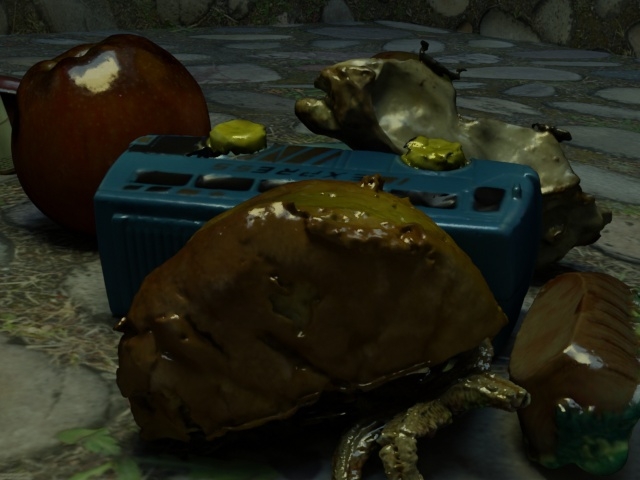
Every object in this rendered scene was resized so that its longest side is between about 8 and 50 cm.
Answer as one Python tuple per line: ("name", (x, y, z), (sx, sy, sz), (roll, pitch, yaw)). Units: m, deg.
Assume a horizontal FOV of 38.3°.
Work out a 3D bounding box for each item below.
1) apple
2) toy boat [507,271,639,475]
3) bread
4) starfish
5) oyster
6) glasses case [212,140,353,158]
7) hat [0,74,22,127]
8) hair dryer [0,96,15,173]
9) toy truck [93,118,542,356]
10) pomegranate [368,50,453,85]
("apple", (-0.234, -0.121, 1.032), (0.230, 0.230, 0.230), (2, 19, -1))
("toy boat", (0.205, 0.076, 0.702), (0.099, 0.108, 0.293), (51, 26, 3))
("bread", (-0.018, 0.032, 0.633), (0.260, 0.147, 0.160), (-18, 17, 10))
("starfish", (0.070, 0.103, 0.620), (0.150, 0.053, 0.209), (-9, 18, 42))
("oyster", (0.136, -0.076, 0.918), (0.198, 0.337, 0.133), (-26, 33, 48))
("glasses case", (-0.056, -0.073, 1.196), (0.266, 0.056, 0.105), (-6, 44, -22))
("hat", (-0.452, -0.174, 1.345), (0.205, 0.089, 0.205), (9, -11, 2))
("hair dryer", (-0.495, -0.136, 1.207), (0.183, 0.155, 0.044), (-31, 32, -34))
("toy truck", (0.000, 0.000, 0.824), (0.385, 0.161, 0.162), (6, 31, 10))
("pomegranate", (0.115, -0.172, 1.345), (0.180, 0.180, 0.210), (-1, 55, -7))
